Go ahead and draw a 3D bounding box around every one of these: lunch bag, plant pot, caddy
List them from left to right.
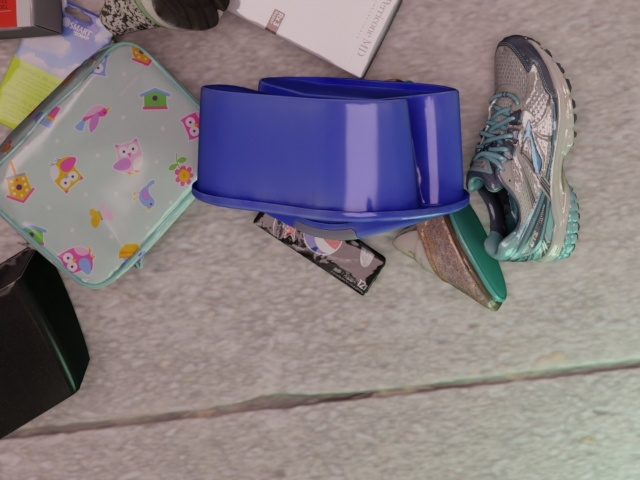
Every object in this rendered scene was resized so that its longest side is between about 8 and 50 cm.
[{"bbox_3d":[-0.393,0.135,1.825,0.188,0.187,0.167,-31,103,6],"label":"plant pot"},{"bbox_3d":[-0.263,-0.086,1.793,0.224,0.108,0.279,45,84,-18],"label":"lunch bag"},{"bbox_3d":[0.009,-0.089,1.683,0.341,0.241,0.179,8,105,36],"label":"caddy"}]

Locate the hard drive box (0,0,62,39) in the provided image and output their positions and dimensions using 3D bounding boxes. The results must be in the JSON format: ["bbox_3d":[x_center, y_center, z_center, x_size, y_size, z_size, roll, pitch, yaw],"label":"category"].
[{"bbox_3d":[-0.419,-0.365,1.788,0.181,0.089,0.232,-3,90,13],"label":"hard drive box"}]

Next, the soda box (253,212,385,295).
[{"bbox_3d":[0.000,0.000,1.841,0.169,0.060,0.053,33,96,-1],"label":"soda box"}]

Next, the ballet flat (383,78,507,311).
[{"bbox_3d":[0.128,-0.046,1.822,0.106,0.107,0.316,-24,89,25],"label":"ballet flat"}]

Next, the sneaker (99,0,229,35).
[{"bbox_3d":[-0.224,-0.429,1.756,0.182,0.158,0.410,-14,71,39],"label":"sneaker"}]

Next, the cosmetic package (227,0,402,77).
[{"bbox_3d":[-0.025,-0.301,1.800,0.231,0.085,0.117,26,97,1],"label":"cosmetic package"}]

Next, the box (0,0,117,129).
[{"bbox_3d":[-0.335,-0.214,1.846,0.109,0.042,0.178,25,96,0],"label":"box"}]

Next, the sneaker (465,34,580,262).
[{"bbox_3d":[0.238,-0.107,1.771,0.122,0.110,0.283,-11,95,-25],"label":"sneaker"}]
